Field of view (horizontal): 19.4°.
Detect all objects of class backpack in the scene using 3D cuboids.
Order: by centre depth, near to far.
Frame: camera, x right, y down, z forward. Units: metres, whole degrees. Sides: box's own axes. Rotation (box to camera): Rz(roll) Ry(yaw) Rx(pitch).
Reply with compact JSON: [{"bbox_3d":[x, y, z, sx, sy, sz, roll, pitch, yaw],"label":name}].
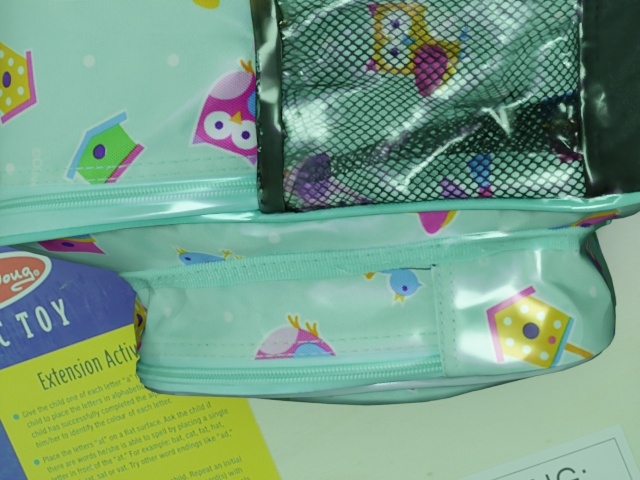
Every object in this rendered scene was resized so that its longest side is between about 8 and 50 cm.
[{"bbox_3d":[-0.001,-0.031,0.496,0.188,0.166,0.144,5,97,10],"label":"backpack"}]

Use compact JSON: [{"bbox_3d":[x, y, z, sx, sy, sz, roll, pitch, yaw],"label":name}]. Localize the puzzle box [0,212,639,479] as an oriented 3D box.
[{"bbox_3d":[0.000,0.000,0.619,0.409,0.052,0.272,-19,102,13],"label":"puzzle box"}]
